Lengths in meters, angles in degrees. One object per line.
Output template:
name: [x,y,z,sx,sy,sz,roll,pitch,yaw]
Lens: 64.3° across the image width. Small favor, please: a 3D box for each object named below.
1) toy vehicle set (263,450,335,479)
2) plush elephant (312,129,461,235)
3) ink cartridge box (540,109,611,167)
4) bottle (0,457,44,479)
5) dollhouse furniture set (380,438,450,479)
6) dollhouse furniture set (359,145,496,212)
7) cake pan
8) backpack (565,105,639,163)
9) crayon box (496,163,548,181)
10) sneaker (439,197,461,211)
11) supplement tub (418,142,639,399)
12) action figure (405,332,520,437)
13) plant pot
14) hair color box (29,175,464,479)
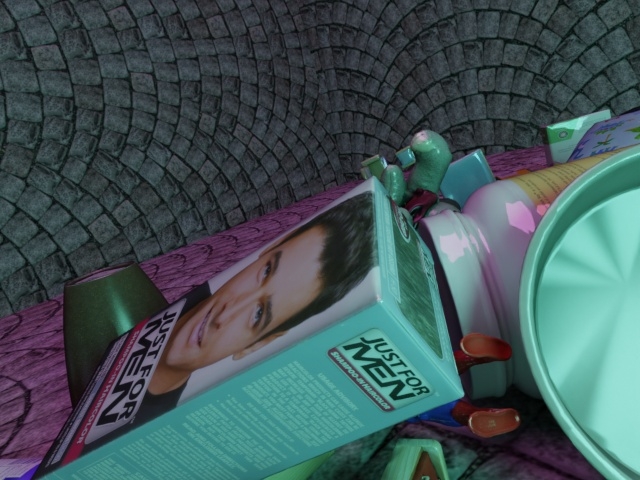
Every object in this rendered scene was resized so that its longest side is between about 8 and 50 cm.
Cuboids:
toy vehicle set: [-0.133,0.250,0.597,0.266,0.035,0.166,-5,15,46]
plush elephant: [0.131,0.007,0.838,0.255,0.272,0.330,-15,-32,-45]
ink cartridge box: [0.682,-0.216,1.334,0.154,0.213,0.093,-14,7,13]
bottle: [-0.386,0.300,0.557,0.282,0.092,0.118,-12,11,21]
dollhouse furniture set: [0.088,0.192,0.325,0.129,0.129,0.183,-10,12,26]
dollhouse furniture set: [0.279,-0.111,1.175,0.303,0.287,0.198,-24,7,21]
cake pan: [0.296,0.063,0.378,0.293,0.293,0.054,-15,-20,5]
backpack: [0.519,-0.084,0.800,0.290,0.273,0.356,4,53,53]
crayon box: [0.672,-0.175,1.485,0.278,0.081,0.165,-13,11,13]
sneaker: [0.183,-0.046,1.038,0.267,0.106,0.101,-16,52,-22]
supplement tub: [0.294,0.031,0.547,0.331,0.241,0.241,-15,11,5]
action figure: [0.046,0.147,0.508,0.138,0.092,0.280,7,-20,-17]
plant pot: [-0.305,0.158,0.795,0.215,0.231,0.215,-15,11,3]
hair color box: [-0.073,0.114,0.476,0.374,0.114,0.185,-31,26,21]
